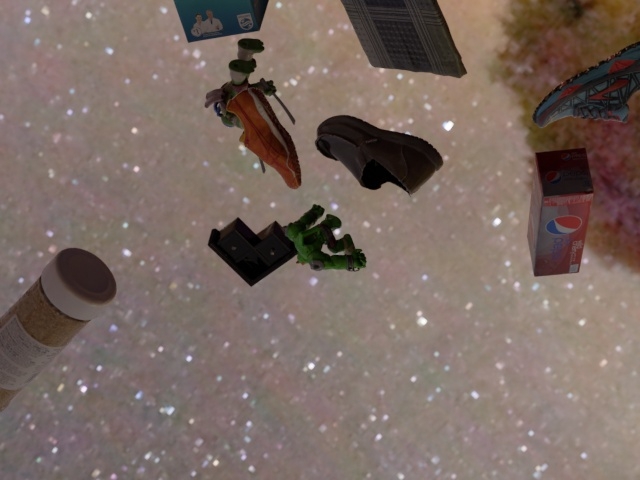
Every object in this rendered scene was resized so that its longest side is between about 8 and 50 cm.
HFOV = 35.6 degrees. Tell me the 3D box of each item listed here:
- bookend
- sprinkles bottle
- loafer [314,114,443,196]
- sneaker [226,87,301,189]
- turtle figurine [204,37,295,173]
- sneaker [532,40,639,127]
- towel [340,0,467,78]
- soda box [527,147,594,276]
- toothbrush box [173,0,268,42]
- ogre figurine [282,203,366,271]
[{"bbox_3d":[-0.157,0.003,2.383,0.156,0.157,0.072,47,-157,-23],"label":"bookend"},{"bbox_3d":[-0.499,0.162,1.717,0.121,0.355,0.121,36,-152,-23],"label":"sprinkles bottle"},{"bbox_3d":[0.108,-0.194,2.304,0.366,0.130,0.134,18,159,45],"label":"loafer"},{"bbox_3d":[-0.083,-0.151,1.521,0.175,0.067,0.064,59,-164,-19],"label":"sneaker"},{"bbox_3d":[-0.167,-0.382,2.638,0.198,0.266,0.274,-36,-116,-29],"label":"turtle figurine"},{"bbox_3d":[0.529,-0.268,1.878,0.125,0.261,0.104,62,-162,3],"label":"sneaker"},{"bbox_3d":[0.174,-0.520,2.281,0.312,0.056,0.324,18,147,45],"label":"towel"},{"bbox_3d":[0.401,-0.043,1.680,0.263,0.083,0.092,77,-171,-58],"label":"soda box"},{"bbox_3d":[-0.173,-0.490,1.528,0.216,0.126,0.296,-81,-21,-51],"label":"toothbrush box"},{"bbox_3d":[0.000,0.000,2.095,0.118,0.097,0.197,-16,-113,-28],"label":"ogre figurine"}]
